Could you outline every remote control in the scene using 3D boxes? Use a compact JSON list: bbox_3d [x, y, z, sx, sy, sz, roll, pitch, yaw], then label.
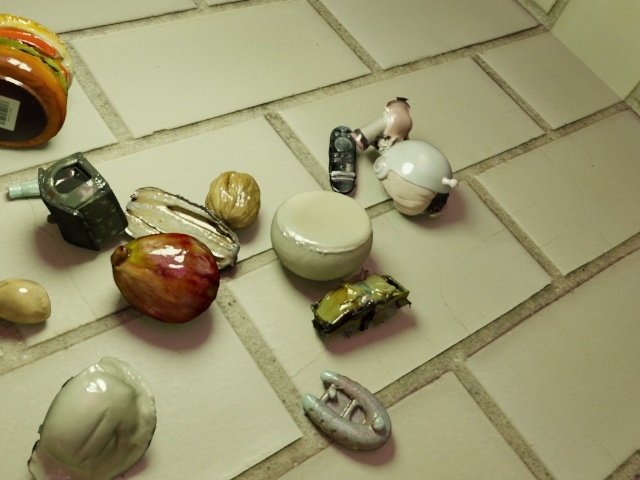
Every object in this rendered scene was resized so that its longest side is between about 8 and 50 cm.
[{"bbox_3d":[0.068,-0.247,2.084,0.090,0.066,0.266,2,58,0],"label":"remote control"}]

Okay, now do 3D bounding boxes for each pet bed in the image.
[{"bbox_3d":[-0.607,-0.089,1.630,0.159,0.211,0.183,-38,68,-19],"label":"pet bed"}]

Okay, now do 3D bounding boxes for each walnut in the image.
[{"bbox_3d":[-0.243,-0.115,1.824,0.155,0.155,0.184,12,51,-10],"label":"walnut"}]

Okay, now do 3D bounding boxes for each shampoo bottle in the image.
[{"bbox_3d":[-0.732,-0.144,1.751,0.191,0.041,0.069,-13,66,-25],"label":"shampoo bottle"}]

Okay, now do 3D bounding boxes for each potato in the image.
[{"bbox_3d":[-0.701,0.140,1.518,0.147,0.112,0.112,12,52,-1],"label":"potato"}]

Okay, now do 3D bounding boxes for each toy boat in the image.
[{"bbox_3d":[0.073,0.413,1.588,0.227,0.085,0.155,37,52,9],"label":"toy boat"}]

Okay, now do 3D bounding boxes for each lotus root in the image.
[{"bbox_3d":[-0.364,-0.027,1.761,0.329,0.078,0.167,28,87,1],"label":"lotus root"}]

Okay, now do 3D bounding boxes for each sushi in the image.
[{"bbox_3d":[0.103,0.167,1.758,0.291,0.131,0.139,-22,41,-22],"label":"sushi"}]

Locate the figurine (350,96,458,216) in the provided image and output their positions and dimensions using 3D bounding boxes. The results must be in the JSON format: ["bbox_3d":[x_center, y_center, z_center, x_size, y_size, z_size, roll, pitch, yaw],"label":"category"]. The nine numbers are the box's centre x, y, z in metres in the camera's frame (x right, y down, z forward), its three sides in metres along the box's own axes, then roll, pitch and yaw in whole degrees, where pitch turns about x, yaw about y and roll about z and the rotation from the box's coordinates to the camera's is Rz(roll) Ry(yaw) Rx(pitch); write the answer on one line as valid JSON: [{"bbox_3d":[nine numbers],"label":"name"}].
[{"bbox_3d":[0.263,-0.247,2.039,0.253,0.211,0.361,-9,61,-30],"label":"figurine"}]

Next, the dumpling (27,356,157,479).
[{"bbox_3d":[-0.474,0.399,1.396,0.227,0.243,0.175,36,10,-13],"label":"dumpling"}]

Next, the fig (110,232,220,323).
[{"bbox_3d":[-0.376,0.083,1.604,0.263,0.224,0.224,15,52,-3],"label":"fig"}]

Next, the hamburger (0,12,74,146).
[{"bbox_3d":[-0.832,-0.436,1.754,0.330,0.330,0.250,6,52,-14],"label":"hamburger"}]

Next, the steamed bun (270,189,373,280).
[{"bbox_3d":[0.000,0.000,1.799,0.283,0.177,0.283,6,42,-5],"label":"steamed bun"}]
